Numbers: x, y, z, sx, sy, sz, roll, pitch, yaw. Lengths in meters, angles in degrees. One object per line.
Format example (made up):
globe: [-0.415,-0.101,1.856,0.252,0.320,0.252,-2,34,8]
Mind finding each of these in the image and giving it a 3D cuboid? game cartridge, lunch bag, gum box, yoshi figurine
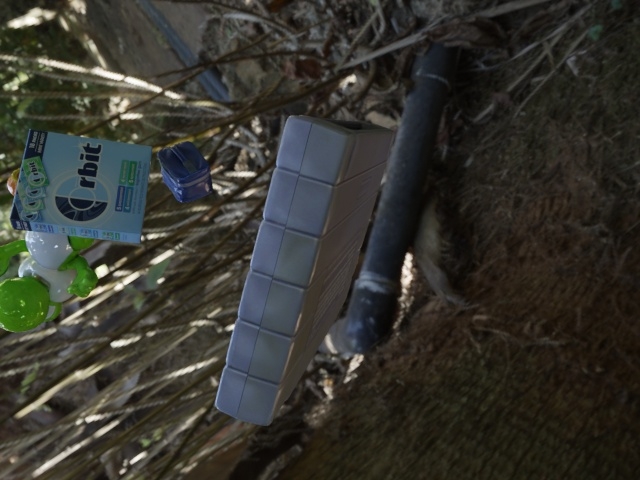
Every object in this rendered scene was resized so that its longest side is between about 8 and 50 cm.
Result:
game cartridge: [0.000,0.000,0.607,0.068,0.230,0.355,22,-167,7]
lunch bag: [-0.223,-0.119,1.056,0.098,0.067,0.065,47,150,32]
gum box: [-0.361,-0.083,0.987,0.041,0.184,0.157,124,150,-62]
yoshi figurine: [-0.535,0.045,1.222,0.203,0.203,0.362,54,133,34]
